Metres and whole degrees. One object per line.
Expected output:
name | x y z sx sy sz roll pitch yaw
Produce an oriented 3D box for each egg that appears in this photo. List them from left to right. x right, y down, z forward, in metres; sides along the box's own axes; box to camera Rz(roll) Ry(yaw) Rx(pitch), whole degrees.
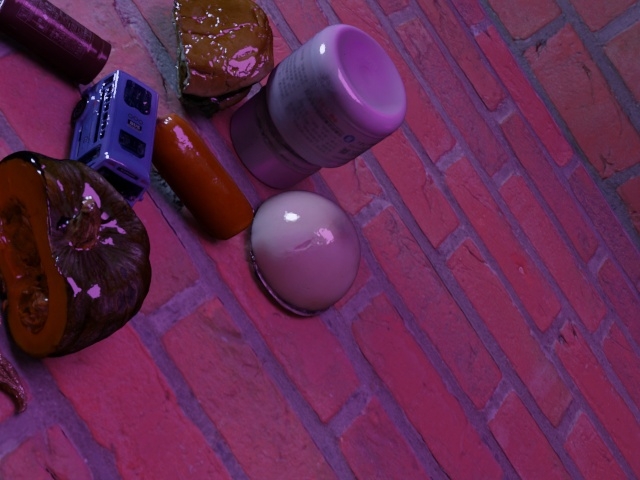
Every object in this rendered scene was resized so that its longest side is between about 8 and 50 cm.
egg | 0.001 0.005 2.106 0.286 0.174 0.264 -23 87 -58

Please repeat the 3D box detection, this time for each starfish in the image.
starfish | -0.506 0.161 1.490 0.240 0.043 0.227 53 32 -17

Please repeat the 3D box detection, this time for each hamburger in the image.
hamburger | -0.200 -0.401 2.129 0.211 0.132 0.309 -1 58 -14

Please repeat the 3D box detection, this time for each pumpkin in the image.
pumpkin | -0.366 0.010 1.604 0.232 0.242 0.325 -5 70 -46

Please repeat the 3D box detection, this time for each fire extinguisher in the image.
fire extinguisher | -0.509 -0.391 1.842 0.269 0.104 0.105 33 43 -32

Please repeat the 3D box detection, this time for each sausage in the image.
sausage | -0.232 -0.117 1.952 0.274 0.105 0.105 54 35 -22

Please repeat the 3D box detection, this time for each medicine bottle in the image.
medicine bottle | -0.009 -0.269 2.160 0.256 0.325 0.256 31 43 -34

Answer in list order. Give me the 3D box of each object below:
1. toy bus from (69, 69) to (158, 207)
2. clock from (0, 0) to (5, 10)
toy bus | -0.364 -0.152 1.811 0.125 0.133 0.292 30 45 -35
clock | -0.597 -0.355 1.667 0.071 0.147 0.192 49 34 -38
